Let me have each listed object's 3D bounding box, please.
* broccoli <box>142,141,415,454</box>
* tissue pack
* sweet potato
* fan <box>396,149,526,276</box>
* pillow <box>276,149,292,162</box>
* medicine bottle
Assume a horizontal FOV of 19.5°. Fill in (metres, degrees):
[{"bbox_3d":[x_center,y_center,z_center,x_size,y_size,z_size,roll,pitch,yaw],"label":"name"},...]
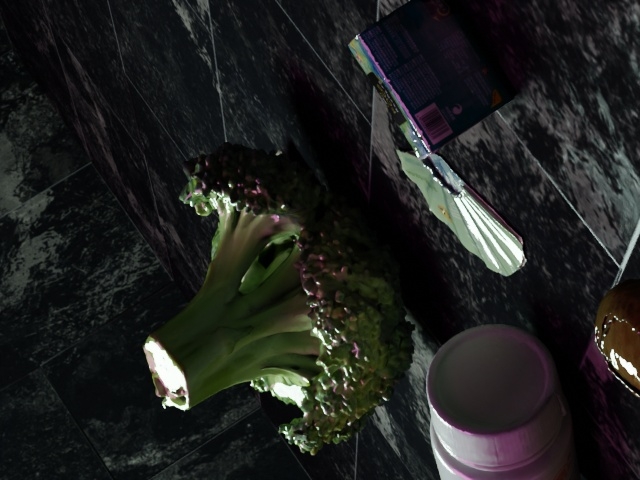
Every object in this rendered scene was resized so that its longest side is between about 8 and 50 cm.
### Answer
[{"bbox_3d":[-0.035,0.065,2.077,0.302,0.249,0.375,-42,-64,-57],"label":"broccoli"},{"bbox_3d":[0.085,-0.132,1.476,0.111,0.085,0.079,57,169,-1],"label":"tissue pack"},{"bbox_3d":[0.270,0.094,1.292,0.310,0.098,0.124,50,174,48],"label":"sweet potato"},{"bbox_3d":[0.134,-0.027,1.753,0.240,0.009,0.131,39,161,56],"label":"fan"},{"bbox_3d":[0.000,0.000,2.284,0.229,0.050,0.148,54,169,8],"label":"pillow"},{"bbox_3d":[0.180,0.200,1.823,0.144,0.144,0.252,50,169,34],"label":"medicine bottle"}]
